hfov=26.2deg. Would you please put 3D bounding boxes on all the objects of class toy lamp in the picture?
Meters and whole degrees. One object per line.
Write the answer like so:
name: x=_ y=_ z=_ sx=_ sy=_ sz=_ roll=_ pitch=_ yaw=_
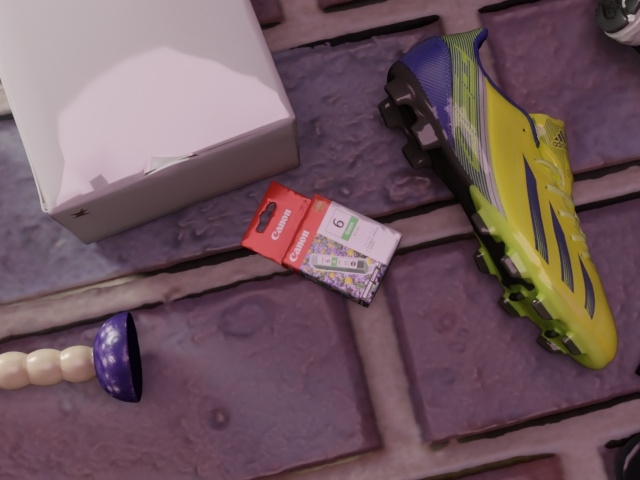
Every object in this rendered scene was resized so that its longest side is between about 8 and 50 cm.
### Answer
toy lamp: x=-0.278 y=0.102 z=1.042 sx=0.275 sy=0.080 sz=0.080 roll=-8 pitch=80 yaw=-1

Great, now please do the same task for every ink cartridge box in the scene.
ink cartridge box: x=0.000 y=0.000 z=1.083 sx=0.115 sy=0.029 sz=0.062 roll=25 pitch=82 yaw=4

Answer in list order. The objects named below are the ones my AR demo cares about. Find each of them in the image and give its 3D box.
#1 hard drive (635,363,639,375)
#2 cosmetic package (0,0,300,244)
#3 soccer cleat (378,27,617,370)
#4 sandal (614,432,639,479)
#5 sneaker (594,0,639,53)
hard drive: x=0.321 y=0.070 z=1.073 sx=0.094 sy=0.022 sz=0.135 roll=31 pitch=82 yaw=5
cosmetic package: x=-0.166 y=-0.204 z=1.055 sx=0.197 sy=0.155 sz=0.365 roll=-19 pitch=81 yaw=-2
soccer cleat: x=0.159 y=-0.037 z=1.058 sx=0.121 sy=0.093 sz=0.289 roll=-30 pitch=82 yaw=-12
sandal: x=0.343 y=0.218 z=1.031 sx=0.254 sy=0.054 sz=0.097 roll=32 pitch=82 yaw=5
sneaker: x=0.325 y=-0.248 z=1.102 sx=0.108 sy=0.100 sz=0.271 roll=37 pitch=78 yaw=-18
